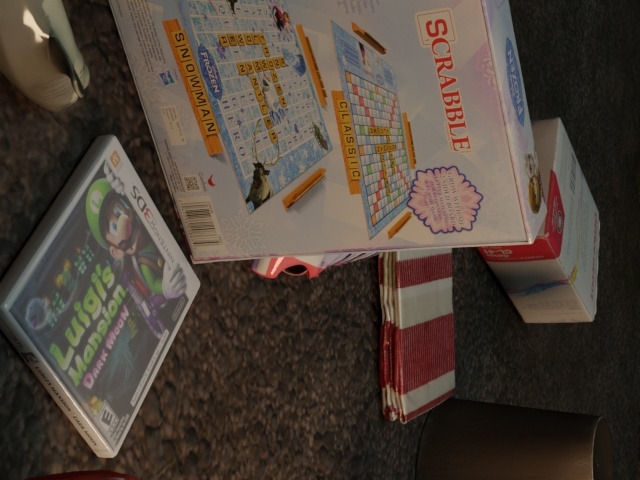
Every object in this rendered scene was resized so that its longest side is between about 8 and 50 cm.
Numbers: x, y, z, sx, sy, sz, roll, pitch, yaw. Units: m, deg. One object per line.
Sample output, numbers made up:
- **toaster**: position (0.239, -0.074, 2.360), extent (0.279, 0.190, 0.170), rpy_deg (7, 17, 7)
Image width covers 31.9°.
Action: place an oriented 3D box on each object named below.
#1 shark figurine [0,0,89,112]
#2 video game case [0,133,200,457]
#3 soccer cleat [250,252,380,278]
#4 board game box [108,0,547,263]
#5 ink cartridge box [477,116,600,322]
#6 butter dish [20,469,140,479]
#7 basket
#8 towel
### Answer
- **shark figurine**: position (-0.224, -0.185, 0.715), extent (0.166, 0.116, 0.278), rpy_deg (-115, -167, -59)
- **video game case**: position (-0.168, 0.042, 0.877), extent (0.173, 0.022, 0.190), rpy_deg (64, 34, -37)
- **soccer cleat**: position (0.000, 0.000, 1.181), extent (0.095, 0.083, 0.248), rpy_deg (-63, 158, 5)
- **board game box**: position (-0.002, -0.141, 0.903), extent (0.066, 0.317, 0.319), rpy_deg (-51, 132, -54)
- **ink cartridge box**: position (0.362, -0.025, 1.836), extent (0.306, 0.131, 0.226), rpy_deg (52, 42, -51)
- **butter dish**: position (-0.170, 0.214, 0.745), extent (0.118, 0.160, 0.160), rpy_deg (-84, 164, -74)
- **basket**: position (0.267, 0.296, 1.496), extent (0.204, 0.226, 0.154), rpy_deg (-54, 134, -53)
- **towel**: position (0.127, 0.056, 1.461), extent (0.237, 0.037, 0.329), rpy_deg (-5, 93, -66)
